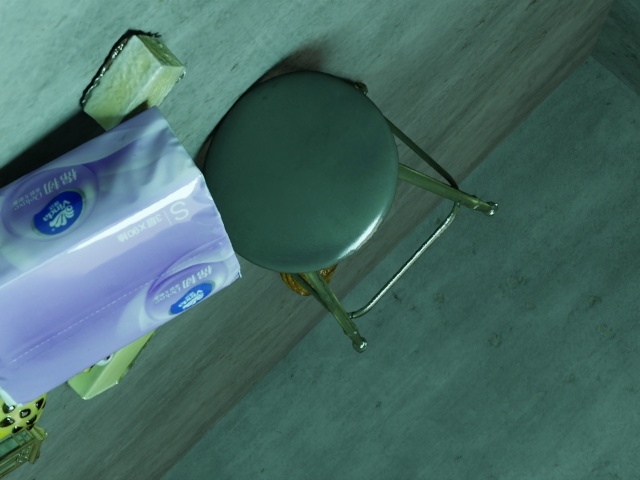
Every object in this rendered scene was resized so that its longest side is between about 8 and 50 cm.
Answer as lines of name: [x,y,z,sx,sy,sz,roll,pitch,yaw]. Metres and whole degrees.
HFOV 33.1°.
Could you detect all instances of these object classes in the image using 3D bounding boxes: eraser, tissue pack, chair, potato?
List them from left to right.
tissue pack: [-0.284,0.029,1.292,0.338,0.160,0.242,-31,145,-9]
eraser: [-0.378,0.204,1.976,0.172,0.058,0.117,-52,166,24]
potato: [-0.224,-0.185,1.290,0.122,0.061,0.086,-50,169,19]
chair: [0.015,-0.075,1.779,0.364,0.362,0.410,-47,162,5]

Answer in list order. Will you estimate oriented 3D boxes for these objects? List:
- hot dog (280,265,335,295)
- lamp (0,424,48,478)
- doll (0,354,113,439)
hot dog: [0.000,0.000,2.424,0.196,0.122,0.272,-39,161,-37]
lamp: [-0.604,0.391,1.766,0.325,0.090,0.089,-34,162,-45]
doll: [-0.436,0.214,1.769,0.291,0.086,0.117,-42,137,-25]
